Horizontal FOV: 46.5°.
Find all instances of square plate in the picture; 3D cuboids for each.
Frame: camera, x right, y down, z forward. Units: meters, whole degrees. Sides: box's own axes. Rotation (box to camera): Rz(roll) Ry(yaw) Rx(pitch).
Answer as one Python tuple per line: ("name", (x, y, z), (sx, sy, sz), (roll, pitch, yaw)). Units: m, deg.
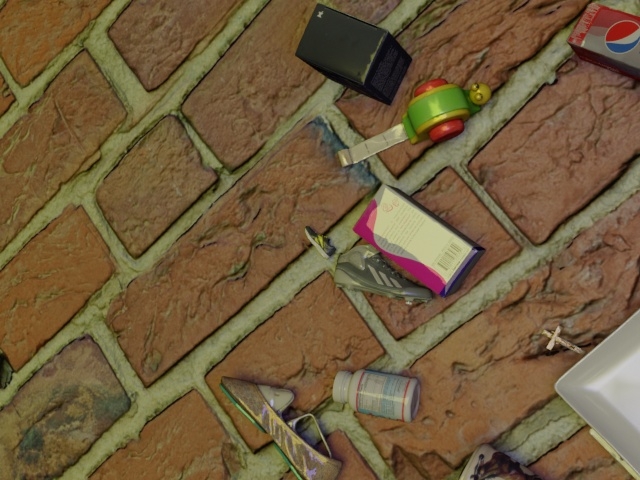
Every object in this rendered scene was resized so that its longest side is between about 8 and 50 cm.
("square plate", (0.634, 0.257, 1.225), (0.344, 0.049, 0.347), (-44, 62, 7))

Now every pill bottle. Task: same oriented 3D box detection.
("pill bottle", (0.109, 0.300, 1.461), (0.160, 0.087, 0.087), (7, 91, 21))

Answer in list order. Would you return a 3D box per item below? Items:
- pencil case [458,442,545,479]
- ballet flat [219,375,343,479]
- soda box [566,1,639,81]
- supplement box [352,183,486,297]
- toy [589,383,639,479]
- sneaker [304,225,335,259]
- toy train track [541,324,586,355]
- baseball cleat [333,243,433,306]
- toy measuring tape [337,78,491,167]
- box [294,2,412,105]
("pencil case", (0.411, 0.521, 1.292), (0.411, 0.183, 0.159), (29, 100, 20))
("ballet flat", (-0.073, 0.375, 1.535), (0.106, 0.107, 0.316), (-42, 80, -6))
("soda box", (0.562, -0.318, 1.266), (0.263, 0.092, 0.083), (35, 101, 35))
("supplement box", (0.189, -0.001, 1.425), (0.220, 0.114, 0.111), (38, 103, 16))
("toy", (0.603, 0.301, 1.290), (0.237, 0.056, 0.137), (-47, 68, 8))
("sneaker", (0.000, 0.000, 1.543), (0.035, 0.031, 0.083), (-38, 80, 2))
("toy train track", (0.448, 0.188, 1.375), (0.083, 0.014, 0.048), (29, 92, 13))
("baseball cleat", (0.125, 0.063, 1.470), (0.206, 0.072, 0.109), (10, 86, 17))
("toy measuring tape", (0.170, -0.225, 1.436), (0.330, 0.121, 0.121), (-22, 81, 19))
("box", (0.068, -0.352, 1.426), (0.153, 0.207, 0.108), (28, 98, 19))
